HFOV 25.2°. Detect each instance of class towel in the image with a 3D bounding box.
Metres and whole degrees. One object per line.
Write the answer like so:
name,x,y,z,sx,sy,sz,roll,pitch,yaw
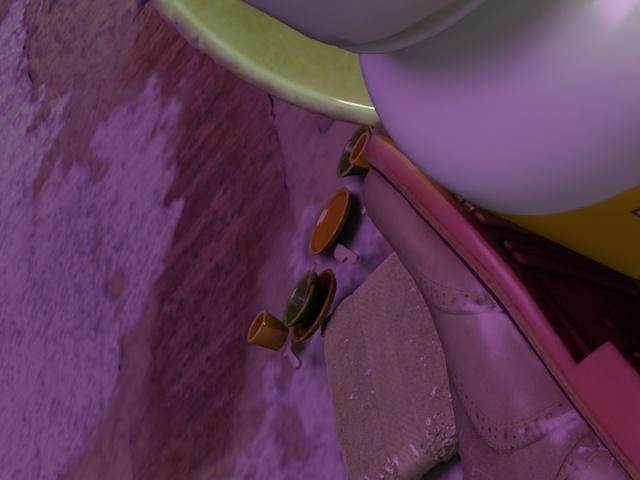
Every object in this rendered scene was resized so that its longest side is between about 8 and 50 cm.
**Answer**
towel,0.046,0.068,0.787,0.110,0.027,0.148,-46,36,29

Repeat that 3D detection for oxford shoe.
oxford shoe,0.086,0.063,0.644,0.130,0.123,0.348,-62,30,19

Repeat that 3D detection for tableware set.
tableware set,0.000,0.000,0.877,0.154,0.024,0.104,-62,16,3

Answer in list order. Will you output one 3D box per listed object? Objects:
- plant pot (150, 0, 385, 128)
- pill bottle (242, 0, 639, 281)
plant pot,0.062,-0.278,0.747,0.334,0.334,0.305,-45,27,32
pill bottle,0.135,-0.074,0.449,0.188,0.334,0.188,-35,44,41
